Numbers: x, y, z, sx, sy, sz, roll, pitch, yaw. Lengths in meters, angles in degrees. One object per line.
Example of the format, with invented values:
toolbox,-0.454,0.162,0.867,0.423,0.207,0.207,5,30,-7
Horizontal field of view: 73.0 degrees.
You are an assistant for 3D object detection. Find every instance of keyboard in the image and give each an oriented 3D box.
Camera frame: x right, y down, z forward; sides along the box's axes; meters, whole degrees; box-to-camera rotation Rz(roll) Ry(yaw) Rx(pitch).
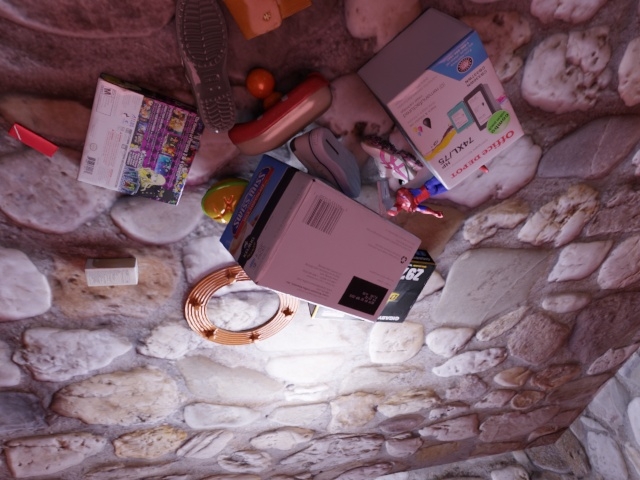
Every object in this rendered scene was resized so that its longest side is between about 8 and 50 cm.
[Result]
keyboard,0.151,-0.105,1.011,0.014,0.256,0.072,-11,95,14

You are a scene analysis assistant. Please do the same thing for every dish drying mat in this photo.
dish drying mat,-0.574,-0.200,0.866,0.032,0.008,0.083,-43,127,17

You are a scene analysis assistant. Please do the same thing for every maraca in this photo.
maraca,-0.184,-0.093,1.010,0.186,0.099,0.127,-8,149,-22

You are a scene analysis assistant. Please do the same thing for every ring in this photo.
ring,-0.226,0.205,1.278,0.337,0.032,0.336,-9,129,-11

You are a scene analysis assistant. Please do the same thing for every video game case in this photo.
video game case,-0.372,-0.199,0.905,0.210,0.042,0.232,14,122,-26

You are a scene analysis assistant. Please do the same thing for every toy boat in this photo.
toy boat,-0.097,-0.279,0.882,0.231,0.151,0.151,-35,99,11

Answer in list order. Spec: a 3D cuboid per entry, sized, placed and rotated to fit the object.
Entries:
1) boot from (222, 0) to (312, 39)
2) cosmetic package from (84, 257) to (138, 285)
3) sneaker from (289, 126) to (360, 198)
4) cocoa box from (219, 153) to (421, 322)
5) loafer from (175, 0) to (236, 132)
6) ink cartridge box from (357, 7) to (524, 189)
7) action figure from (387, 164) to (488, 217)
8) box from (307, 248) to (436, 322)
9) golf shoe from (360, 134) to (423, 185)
boot,-0.166,-0.443,0.720,0.295,0.104,0.211,-22,120,-9
cosmetic package,-0.520,0.078,1.082,0.115,0.041,0.060,0,127,-17
sneaker,0.019,-0.176,1.007,0.091,0.094,0.258,-2,155,27
cocoa box,0.000,0.000,0.964,0.347,0.228,0.231,24,98,-38
loafer,-0.223,-0.332,0.813,0.094,0.087,0.251,-15,115,-27
ink cartridge box,0.253,-0.292,0.915,0.198,0.197,0.270,-38,129,15
action figure,0.307,-0.122,1.113,0.280,0.139,0.091,-28,129,10
box,0.151,0.132,1.304,0.322,0.079,0.257,8,123,-22
golf shoe,0.165,-0.190,1.056,0.186,0.067,0.086,22,120,-30
